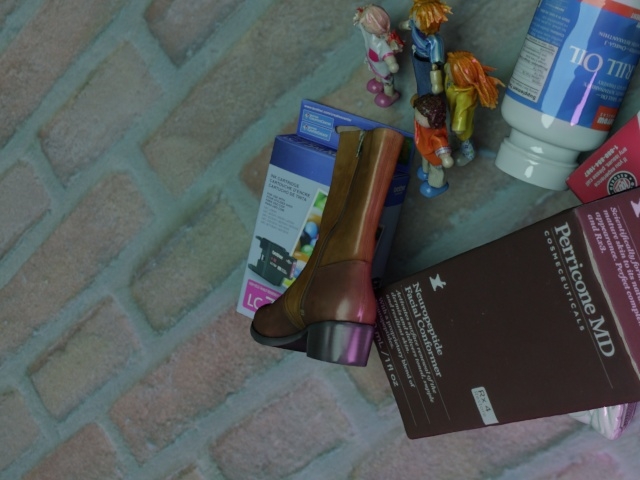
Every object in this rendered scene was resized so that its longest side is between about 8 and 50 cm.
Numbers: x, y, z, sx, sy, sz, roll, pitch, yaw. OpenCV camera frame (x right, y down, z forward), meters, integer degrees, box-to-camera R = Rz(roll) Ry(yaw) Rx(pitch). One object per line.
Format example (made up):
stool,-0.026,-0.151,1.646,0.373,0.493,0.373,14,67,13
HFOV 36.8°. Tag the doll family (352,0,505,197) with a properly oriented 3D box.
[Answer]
doll family,0.131,-0.192,1.117,0.118,0.163,0.263,-20,53,-7

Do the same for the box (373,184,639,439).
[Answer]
box,0.218,0.092,1.045,0.381,0.143,0.191,-29,79,54

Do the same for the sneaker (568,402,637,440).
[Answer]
sneaker,0.315,0.110,1.108,0.115,0.090,0.232,16,105,31

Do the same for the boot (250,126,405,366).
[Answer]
boot,0.000,0.000,1.183,0.264,0.096,0.280,177,102,-71

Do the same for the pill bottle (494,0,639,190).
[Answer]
pill bottle,0.274,-0.173,1.064,0.124,0.124,0.221,26,111,24

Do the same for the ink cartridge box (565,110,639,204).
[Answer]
ink cartridge box,0.436,-0.024,0.965,0.306,0.131,0.226,52,134,11

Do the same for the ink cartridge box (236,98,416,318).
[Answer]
ink cartridge box,0.004,-0.016,1.285,0.186,0.065,0.311,22,107,25
